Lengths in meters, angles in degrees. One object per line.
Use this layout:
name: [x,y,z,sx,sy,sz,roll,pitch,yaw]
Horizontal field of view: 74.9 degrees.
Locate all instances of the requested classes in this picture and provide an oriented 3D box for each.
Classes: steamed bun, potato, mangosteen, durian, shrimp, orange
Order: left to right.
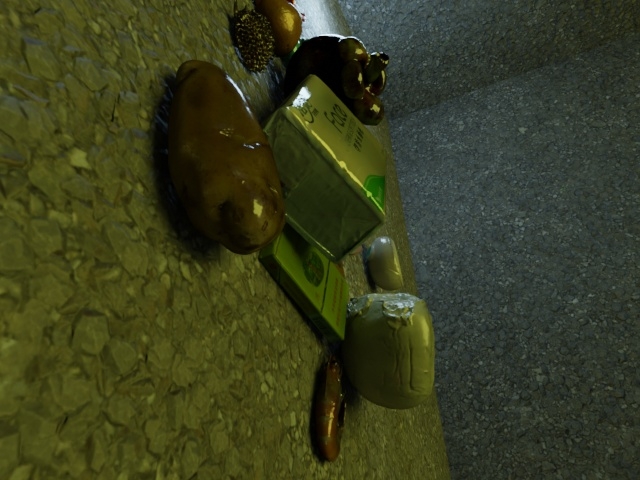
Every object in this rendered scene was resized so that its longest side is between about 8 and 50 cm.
potato: [-0.168,-0.146,0.720,0.195,0.176,0.369,-6,69,-28]
durian: [-0.168,-0.534,1.082,0.188,0.091,0.148,62,23,-28]
orange: [-0.121,-0.606,1.189,0.156,0.134,0.156,159,-90,-80]
shrimp: [0.030,0.388,0.985,0.150,0.068,0.248,72,20,-49]
mangosteen: [0.043,-0.456,1.270,0.330,0.330,0.330,-15,90,-71]
steamed bun: [0.172,0.299,1.159,0.334,0.233,0.312,94,-4,-82]
steamed bun: [0.260,0.098,1.728,0.177,0.131,0.228,40,36,-75]

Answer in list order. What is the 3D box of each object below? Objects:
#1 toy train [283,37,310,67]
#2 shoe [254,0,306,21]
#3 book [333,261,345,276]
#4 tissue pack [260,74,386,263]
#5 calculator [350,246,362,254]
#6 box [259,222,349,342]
toy train: [-0.054,-0.574,1.436,0.248,0.101,0.159,63,35,-26]
shoe: [-0.133,-0.796,1.254,0.132,0.171,0.336,-62,134,-62]
book: [0.000,0.000,1.248,0.295,0.020,0.208,24,53,-66]
tissue pack: [0.006,-0.197,1.027,0.332,0.205,0.405,43,27,-16]
calculator: [0.056,-0.045,1.358,0.294,0.043,0.194,17,60,-63]
box: [-0.025,0.083,1.035,0.335,0.047,0.187,55,30,-34]
